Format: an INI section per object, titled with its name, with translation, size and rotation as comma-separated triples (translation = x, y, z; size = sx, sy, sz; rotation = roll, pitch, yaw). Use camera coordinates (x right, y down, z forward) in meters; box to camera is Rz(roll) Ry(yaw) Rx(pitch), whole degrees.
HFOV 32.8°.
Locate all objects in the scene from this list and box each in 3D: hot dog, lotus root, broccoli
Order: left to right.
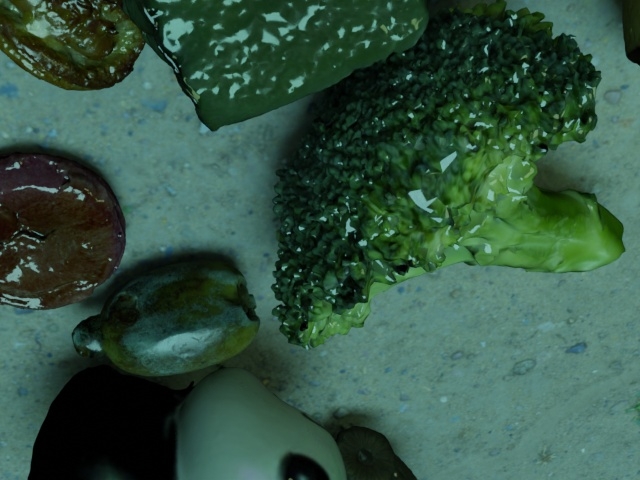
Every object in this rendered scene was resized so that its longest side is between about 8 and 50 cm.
[hot dog]
translation = -0.213, -0.182, 0.908
size = 0.147, 0.065, 0.099
rotation = 35, 100, -34
[lotus root]
translation = -0.160, 0.084, 1.122
size = 0.192, 0.113, 0.088
rotation = -13, 167, -7
[broccoli]
translation = 0.163, -0.065, 1.019
size = 0.397, 0.275, 0.353
rotation = 0, 161, -17

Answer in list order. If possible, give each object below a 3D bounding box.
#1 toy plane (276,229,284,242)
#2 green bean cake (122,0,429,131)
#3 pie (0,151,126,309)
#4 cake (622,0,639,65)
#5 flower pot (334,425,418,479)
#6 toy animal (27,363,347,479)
[toy plane]
translation = 0.000, 0.000, 1.140
size = 0.102, 0.040, 0.111
rotation = -11, 130, -21
[green bean cake]
translation = -0.047, -0.222, 0.864
size = 0.227, 0.125, 0.222
rotation = -27, 130, -7
[pie]
translation = -0.275, -0.008, 1.047
size = 0.182, 0.049, 0.182
rotation = -5, 130, -6
[cake]
translation = 0.376, -0.238, 0.970
size = 0.207, 0.185, 0.178
rotation = 11, 90, -2
[flower pot]
translation = 0.002, 0.385, 1.353
size = 0.301, 0.213, 0.302
rotation = -8, 132, -9
[toy animal]
translation = -0.127, 0.264, 1.155
size = 0.310, 0.251, 0.251
rotation = 3, 133, 14
